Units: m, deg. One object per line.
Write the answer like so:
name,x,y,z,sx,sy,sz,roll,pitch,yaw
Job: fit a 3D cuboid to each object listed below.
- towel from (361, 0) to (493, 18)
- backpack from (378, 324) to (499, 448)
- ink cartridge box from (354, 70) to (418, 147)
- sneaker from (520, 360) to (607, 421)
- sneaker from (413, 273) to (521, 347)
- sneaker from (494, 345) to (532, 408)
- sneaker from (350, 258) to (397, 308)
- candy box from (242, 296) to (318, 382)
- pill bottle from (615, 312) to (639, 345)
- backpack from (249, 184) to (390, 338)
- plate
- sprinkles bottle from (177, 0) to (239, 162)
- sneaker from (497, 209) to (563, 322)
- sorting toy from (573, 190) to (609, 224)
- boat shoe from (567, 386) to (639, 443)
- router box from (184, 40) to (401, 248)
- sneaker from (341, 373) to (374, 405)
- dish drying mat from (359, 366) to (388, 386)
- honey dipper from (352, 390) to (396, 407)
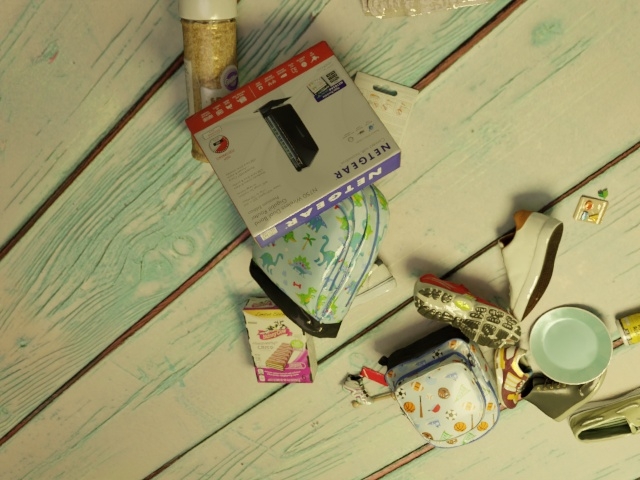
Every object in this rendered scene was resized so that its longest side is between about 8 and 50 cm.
towel,0.209,-0.542,1.265,0.282,0.049,0.187,-5,115,13
backpack,0.313,0.372,1.596,0.276,0.213,0.263,-29,104,22
ink cartridge box,0.120,-0.264,1.435,0.145,0.045,0.179,18,100,3
sneaker,0.600,0.351,1.606,0.118,0.083,0.222,28,119,-3
sneaker,0.352,0.154,1.539,0.279,0.118,0.107,27,119,-5
sneaker,0.489,0.348,1.626,0.084,0.069,0.185,0,118,33
sneaker,0.065,0.124,1.611,0.258,0.094,0.091,-28,84,22
candy box,-0.103,0.263,1.710,0.159,0.071,0.233,-3,115,13
pill bottle,0.755,0.198,1.510,0.116,0.065,0.065,-24,109,20
backpack,0.000,0.000,1.465,0.290,0.273,0.355,45,103,27
plate,0.600,0.251,1.561,0.188,0.024,0.188,2,95,24
sprinkles bottle,-0.234,-0.352,1.406,0.121,0.121,0.355,5,117,9
sneaker,0.465,0.053,1.497,0.123,0.106,0.290,30,132,33
sorting toy,0.602,-0.076,1.435,0.062,0.012,0.083,14,118,5
boat shoe,0.772,0.440,1.609,0.302,0.094,0.109,-22,110,20
router box,-0.054,-0.198,1.315,0.335,0.082,0.301,-31,72,-4
sneaker,0.110,0.394,1.744,0.098,0.038,0.069,28,113,12
dish drying mat,0.149,0.367,1.746,0.083,0.008,0.032,24,117,-1
honey dipper,0.158,0.429,1.765,0.160,0.030,0.030,-19,111,23
